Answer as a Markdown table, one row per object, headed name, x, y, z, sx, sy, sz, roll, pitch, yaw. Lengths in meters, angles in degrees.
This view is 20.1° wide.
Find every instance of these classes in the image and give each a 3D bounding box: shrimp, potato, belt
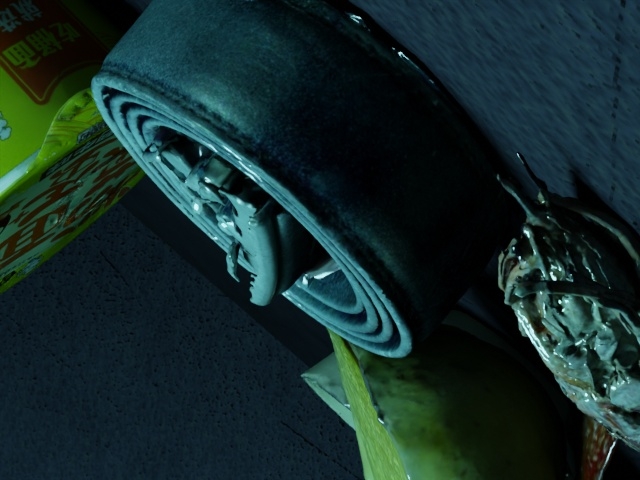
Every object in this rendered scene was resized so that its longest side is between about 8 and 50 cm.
| name | x | y | z | sx | sy | sz | roll | pitch | yaw |
| --- | --- | --- | --- | --- | --- | --- | --- | --- | --- |
| shrimp | 0.121 | 0.032 | 0.801 | 0.073 | 0.075 | 0.190 | -96 | -19 | -50 |
| potato | 0.081 | 0.114 | 1.041 | 0.271 | 0.111 | 0.160 | -134 | 29 | -82 |
| belt | -0.010 | -0.030 | 0.921 | 0.206 | 0.116 | 0.267 | 35 | 168 | 21 |

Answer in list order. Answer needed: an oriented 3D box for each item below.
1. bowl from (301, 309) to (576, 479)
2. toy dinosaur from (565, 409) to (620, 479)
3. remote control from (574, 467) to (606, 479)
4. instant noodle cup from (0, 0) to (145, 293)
| name | x | y | z | sx | sy | sz | roll | pitch | yaw |
| --- | --- | --- | --- | --- | --- | --- | --- | --- | --- |
| bowl | 0.100 | 0.126 | 1.279 | 0.211 | 0.112 | 0.211 | 42 | 172 | 7 |
| toy dinosaur | 0.253 | 0.186 | 0.982 | 0.327 | 0.113 | 0.206 | 53 | -162 | -2 |
| remote control | 0.232 | 0.233 | 1.254 | 0.144 | 0.062 | 0.399 | 43 | -179 | -12 |
| instant noodle cup | -0.267 | -0.098 | 1.295 | 0.221 | 0.311 | 0.311 | 50 | 173 | 4 |
